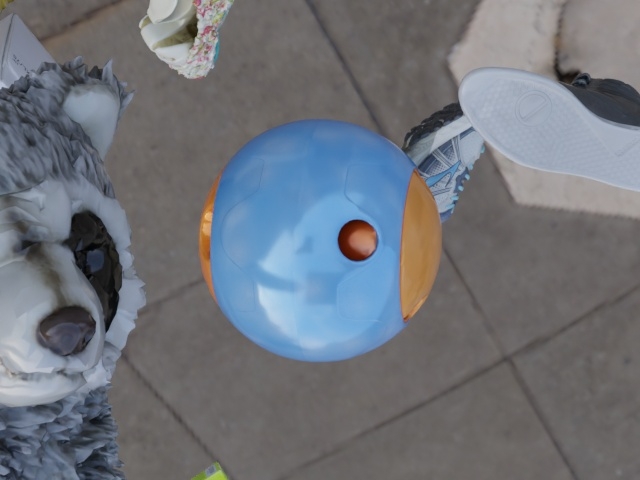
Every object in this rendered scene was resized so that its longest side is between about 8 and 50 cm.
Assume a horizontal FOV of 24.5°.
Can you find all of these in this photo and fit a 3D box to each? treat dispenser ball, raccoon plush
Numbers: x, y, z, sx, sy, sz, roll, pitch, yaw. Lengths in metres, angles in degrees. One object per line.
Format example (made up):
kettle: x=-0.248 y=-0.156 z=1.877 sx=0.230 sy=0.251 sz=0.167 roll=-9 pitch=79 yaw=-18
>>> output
treat dispenser ball: x=0.000 y=0.000 z=1.746 sx=0.288 sy=0.288 sz=0.288 roll=-13 pitch=134 yaw=-14
raccoon plush: x=-0.261 y=0.058 z=0.744 sx=0.216 sy=0.446 sz=0.299 roll=-13 pitch=103 yaw=-57

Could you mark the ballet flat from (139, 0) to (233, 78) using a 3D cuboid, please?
ballet flat: x=-0.134 y=-0.220 z=1.412 sx=0.077 sy=0.091 sz=0.241 roll=-28 pitch=166 yaw=-23

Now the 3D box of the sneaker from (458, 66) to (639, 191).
sneaker: x=0.282 y=-0.150 z=1.750 sx=0.296 sy=0.147 sz=0.104 roll=17 pitch=115 yaw=-18

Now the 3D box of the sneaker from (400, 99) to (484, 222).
sneaker: x=0.159 y=-0.096 z=2.048 sx=0.283 sy=0.110 sz=0.122 roll=-35 pitch=104 yaw=-1

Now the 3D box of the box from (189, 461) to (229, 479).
box: x=-0.126 y=0.383 z=1.863 sx=0.109 sy=0.042 sz=0.178 roll=-33 pitch=103 yaw=-5

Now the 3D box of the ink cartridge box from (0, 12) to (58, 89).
ink cartridge box: x=-0.437 y=-0.108 z=1.854 sx=0.270 sy=0.197 sz=0.198 roll=-29 pitch=121 yaw=13

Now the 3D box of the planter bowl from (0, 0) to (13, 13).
planter bowl: x=-0.357 y=-0.349 z=1.686 sx=0.090 sy=0.217 sz=0.217 roll=-2 pitch=131 yaw=-8
